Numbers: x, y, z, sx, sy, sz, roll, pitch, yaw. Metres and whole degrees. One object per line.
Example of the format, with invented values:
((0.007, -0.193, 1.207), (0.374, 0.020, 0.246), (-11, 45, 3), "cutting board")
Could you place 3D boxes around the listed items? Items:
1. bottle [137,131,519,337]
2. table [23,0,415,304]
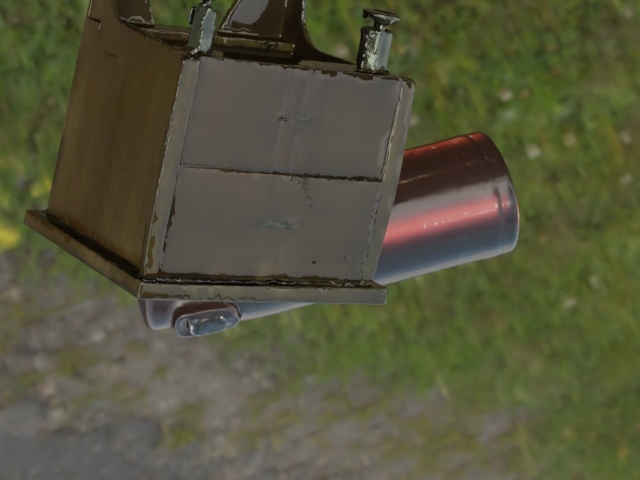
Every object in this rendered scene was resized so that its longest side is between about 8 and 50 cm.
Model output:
((0.000, 0.000, 0.799), (0.164, 0.060, 0.060), (-14, 155, -11), "bottle")
((-0.026, -0.032, 0.532), (0.083, 0.070, 0.082), (3, 105, -36), "table")
